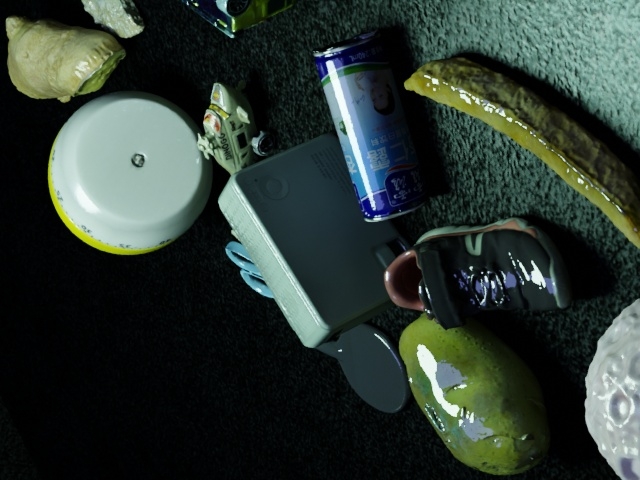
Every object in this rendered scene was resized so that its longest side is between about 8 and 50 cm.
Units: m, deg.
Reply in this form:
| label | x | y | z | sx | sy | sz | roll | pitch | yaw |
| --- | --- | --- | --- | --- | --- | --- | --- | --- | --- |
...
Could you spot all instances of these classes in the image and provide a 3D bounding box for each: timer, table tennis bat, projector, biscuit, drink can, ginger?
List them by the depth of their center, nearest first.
| label | x | y | z | sx | sy | sz | roll | pitch | yaw |
| --- | --- | --- | --- | --- | --- | --- | --- | --- | --- |
| drink can | 0.067 | -0.150 | 1.738 | 0.097 | 0.097 | 0.235 | 1 | 112 | 54 |
| projector | 0.000 | 0.000 | 1.846 | 0.257 | 0.192 | 0.099 | 57 | 151 | 12 |
| table tennis bat | 0.054 | 0.183 | 2.043 | 0.236 | 0.027 | 0.150 | 22 | 129 | 45 |
| timer | -0.322 | -0.096 | 2.181 | 0.285 | 0.285 | 0.285 | 33 | 136 | 39 |
| biscuit | -0.378 | -0.431 | 2.230 | 0.250 | 0.032 | 0.133 | 59 | 148 | 6 |
| ginger | -0.454 | -0.316 | 2.325 | 0.354 | 0.126 | 0.190 | 9 | 136 | 48 |

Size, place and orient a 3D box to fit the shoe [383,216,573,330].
| label | x | y | z | sx | sy | sz | roll | pitch | yaw |
| --- | --- | --- | --- | --- | --- | --- | --- | --- | --- |
| shoe | 0.185 | 0.044 | 1.662 | 0.291 | 0.137 | 0.114 | 1 | 113 | 53 |

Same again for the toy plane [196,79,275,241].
| label | x | y | z | sx | sy | sz | roll | pitch | yaw |
| --- | --- | --- | --- | --- | --- | --- | --- | --- | --- |
| toy plane | -0.128 | -0.118 | 2.036 | 0.092 | 0.108 | 0.286 | 30 | 146 | 39 |

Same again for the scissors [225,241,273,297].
| label | x | y | z | sx | sy | sz | roll | pitch | yaw |
| --- | --- | --- | --- | --- | --- | --- | --- | --- | --- |
| scissors | -0.045 | 0.069 | 2.078 | 0.256 | 0.030 | 0.125 | 18 | 152 | 41 |

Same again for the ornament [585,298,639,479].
| label | x | y | z | sx | sy | sz | roll | pitch | yaw |
| --- | --- | --- | --- | --- | --- | --- | --- | --- | --- |
| ornament | 0.395 | 0.153 | 1.342 | 0.259 | 0.259 | 0.225 | 105 | 146 | -45 |

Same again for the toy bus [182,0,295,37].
| label | x | y | z | sx | sy | sz | roll | pitch | yaw |
| --- | --- | --- | --- | --- | --- | --- | --- | --- | --- |
| toy bus | -0.108 | -0.421 | 1.750 | 0.128 | 0.150 | 0.262 | 40 | 145 | 32 |

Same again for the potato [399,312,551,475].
| label | x | y | z | sx | sy | sz | roll | pitch | yaw |
| --- | --- | --- | --- | --- | --- | --- | --- | --- | --- |
| potato | 0.199 | 0.200 | 1.743 | 0.248 | 0.143 | 0.169 | 53 | 135 | 18 |

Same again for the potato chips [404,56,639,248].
| label | x | y | z | sx | sy | sz | roll | pitch | yaw |
| --- | --- | --- | --- | --- | --- | --- | --- | --- | --- |
| potato chips | 0.251 | -0.121 | 1.533 | 0.407 | 0.057 | 0.080 | 40 | 153 | 33 |
